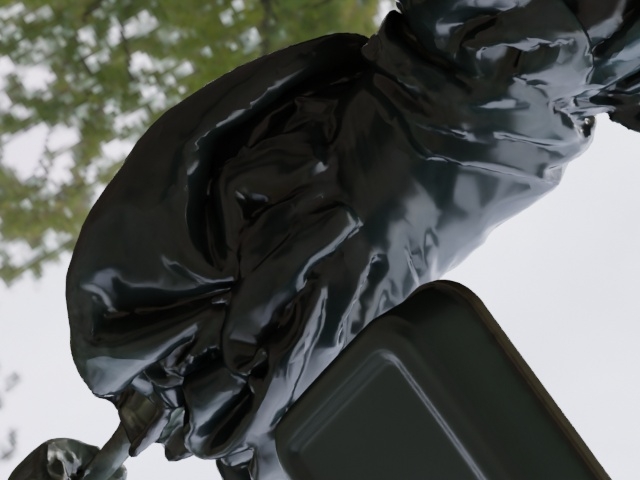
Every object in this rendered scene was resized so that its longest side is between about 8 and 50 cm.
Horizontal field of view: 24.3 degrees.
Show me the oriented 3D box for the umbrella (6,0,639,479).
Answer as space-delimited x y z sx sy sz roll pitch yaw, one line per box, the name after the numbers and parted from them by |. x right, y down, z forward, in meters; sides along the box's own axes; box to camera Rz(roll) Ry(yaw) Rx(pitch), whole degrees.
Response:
0.001 0.002 0.517 0.349 0.143 0.094 -45 -179 21 | umbrella

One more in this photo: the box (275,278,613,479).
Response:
0.042 0.082 0.426 0.031 0.126 0.091 -20 160 -42 | box
